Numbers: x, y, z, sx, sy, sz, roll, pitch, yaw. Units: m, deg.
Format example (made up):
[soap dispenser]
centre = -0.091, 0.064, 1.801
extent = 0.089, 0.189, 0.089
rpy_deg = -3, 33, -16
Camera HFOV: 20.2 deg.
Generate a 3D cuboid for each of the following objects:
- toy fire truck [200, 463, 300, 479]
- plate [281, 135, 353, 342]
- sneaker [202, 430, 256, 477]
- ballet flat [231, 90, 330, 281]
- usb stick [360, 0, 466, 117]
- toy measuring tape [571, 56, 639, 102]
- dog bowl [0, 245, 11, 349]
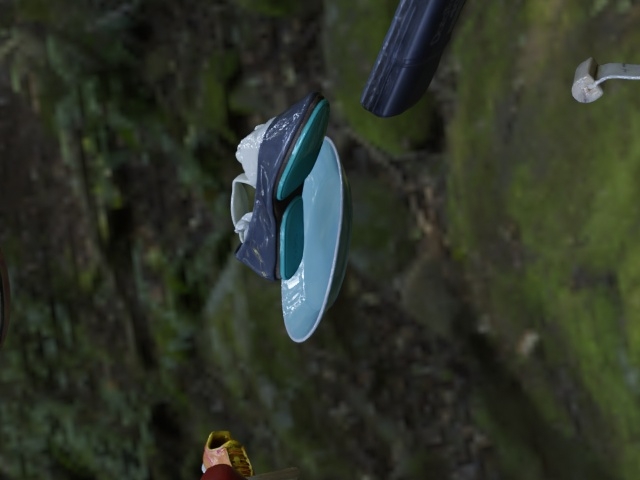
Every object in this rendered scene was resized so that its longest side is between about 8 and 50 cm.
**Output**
[toy fire truck]
centre = -0.108, 0.306, 1.971
extent = 0.217, 0.158, 0.246
rpy_deg = -30, 25, 49
[plate]
centre = 0.000, 0.000, 1.617
extent = 0.188, 0.024, 0.188
rpy_deg = -173, 90, -74
[sneaker]
centre = -0.119, 0.309, 2.417
extent = 0.175, 0.064, 0.067
rpy_deg = 38, 124, 57
[ballet flat]
centre = -0.042, -0.050, 1.527
extent = 0.074, 0.074, 0.203
rpy_deg = -108, 21, -44
[usb stick]
centre = 0.097, -0.209, 1.498
extent = 0.045, 0.077, 0.278
rpy_deg = 41, 140, 16
[toy measuring tape]
centre = 0.355, -0.081, 1.335
extent = 0.121, 0.330, 0.121
rpy_deg = 1, -90, -75
[dog bowl]
centre = -0.558, 0.062, 2.184
extent = 0.150, 0.408, 0.408
rpy_deg = -30, -63, -64
